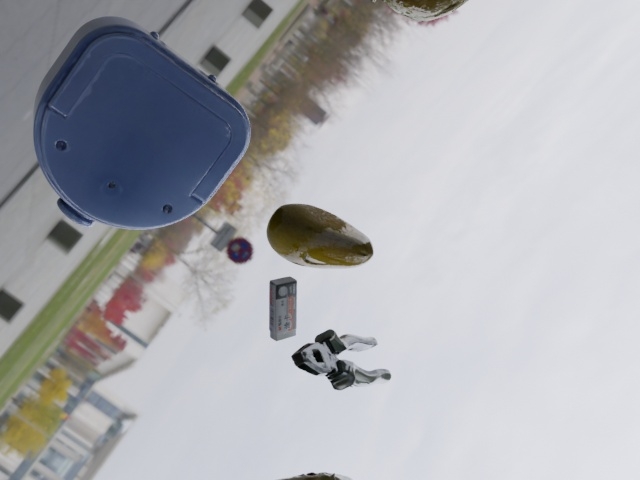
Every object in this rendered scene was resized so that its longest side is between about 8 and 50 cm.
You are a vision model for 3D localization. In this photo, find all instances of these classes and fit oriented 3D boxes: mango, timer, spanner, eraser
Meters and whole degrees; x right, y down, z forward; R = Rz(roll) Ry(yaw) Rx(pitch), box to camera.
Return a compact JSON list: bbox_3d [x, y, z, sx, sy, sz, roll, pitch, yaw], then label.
[{"bbox_3d":[0.000,0.000,1.366,0.137,0.195,0.098,-81,-167,-71],"label":"mango"},{"bbox_3d":[-0.361,-0.194,1.456,0.395,0.395,0.173,-50,-147,7],"label":"timer"},{"bbox_3d":[0.036,0.189,1.210,0.040,0.095,0.325,-30,160,18],"label":"spanner"},{"bbox_3d":[-0.074,0.135,1.522,0.052,0.122,0.029,-12,-158,-34],"label":"eraser"}]

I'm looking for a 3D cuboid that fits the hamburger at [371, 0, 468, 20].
[{"bbox_3d":[0.144,-0.373,1.006,0.185,0.159,0.131,-50,-175,12],"label":"hamburger"}]

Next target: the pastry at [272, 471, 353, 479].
[{"bbox_3d":[-0.041,0.492,1.250,0.256,0.170,0.236,-12,-128,9],"label":"pastry"}]
